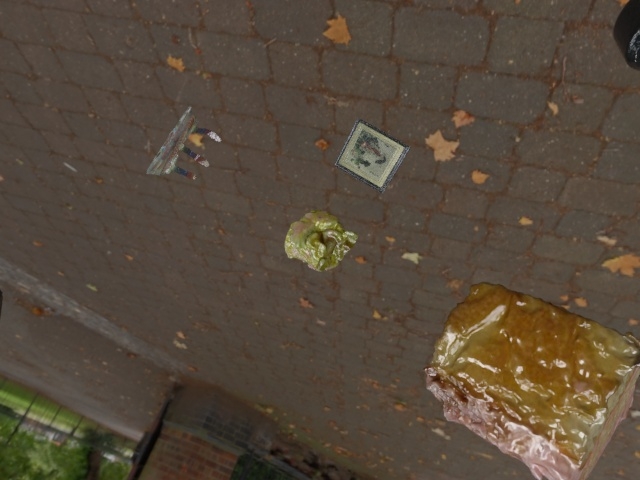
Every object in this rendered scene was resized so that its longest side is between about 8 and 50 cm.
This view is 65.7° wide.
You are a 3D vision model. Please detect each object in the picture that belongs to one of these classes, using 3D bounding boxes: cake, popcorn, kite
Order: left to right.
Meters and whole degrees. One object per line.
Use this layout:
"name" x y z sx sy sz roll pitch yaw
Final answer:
"kite" -0.193 -0.137 0.700 0.016 0.127 0.229 28 178 -35
"popcorn" -0.002 0.000 0.783 0.109 0.097 0.089 12 178 -22
"cake" 0.398 0.272 0.937 0.314 0.293 0.307 30 172 38

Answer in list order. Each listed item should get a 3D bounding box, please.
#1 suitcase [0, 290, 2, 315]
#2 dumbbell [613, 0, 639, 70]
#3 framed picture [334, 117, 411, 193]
"suitcase" -0.728 0.228 0.859 0.194 0.434 0.283 -19 152 24
"dumbbell" 0.604 -0.490 0.896 0.203 0.323 0.204 -7 156 -3
"framed picture" 0.166 -0.275 1.626 0.195 0.010 0.199 30 126 2
